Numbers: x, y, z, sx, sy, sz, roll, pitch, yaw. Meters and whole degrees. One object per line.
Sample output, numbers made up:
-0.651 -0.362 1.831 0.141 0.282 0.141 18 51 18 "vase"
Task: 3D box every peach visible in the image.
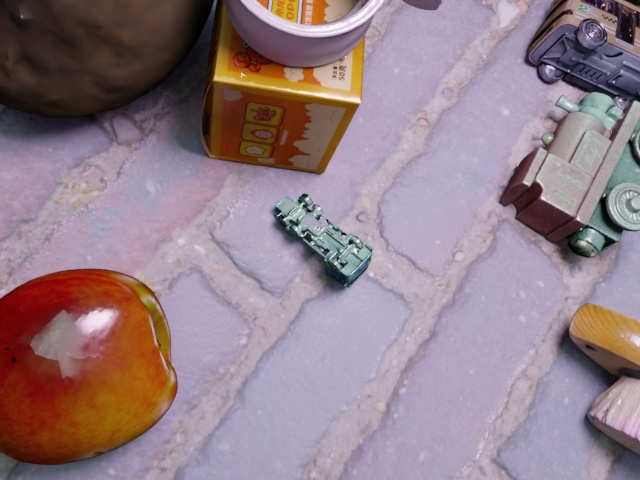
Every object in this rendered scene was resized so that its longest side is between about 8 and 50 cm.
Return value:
-0.337 0.157 0.787 0.274 0.245 0.249 -23 53 -7 "peach"

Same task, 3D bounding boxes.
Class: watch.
0.009 -0.320 0.717 0.231 0.196 0.244 -44 90 -12 "watch"

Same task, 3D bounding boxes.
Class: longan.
-0.333 -0.396 0.812 0.404 0.436 0.404 16 52 -22 "longan"

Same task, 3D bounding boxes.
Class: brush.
0.495 0.228 0.962 0.266 0.174 0.166 33 80 6 "brush"

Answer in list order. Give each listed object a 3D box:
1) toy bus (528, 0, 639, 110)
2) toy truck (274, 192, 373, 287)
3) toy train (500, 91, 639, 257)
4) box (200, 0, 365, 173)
0.549 -0.360 1.139 0.289 0.139 0.157 20 68 -7 "toy bus"
0.000 0.000 0.966 0.175 0.081 0.067 38 69 20 "toy truck"
0.475 -0.127 1.061 0.221 0.150 0.304 32 73 4 "toy train"
-0.060 -0.288 0.923 0.213 0.259 0.284 6 74 -9 "box"
